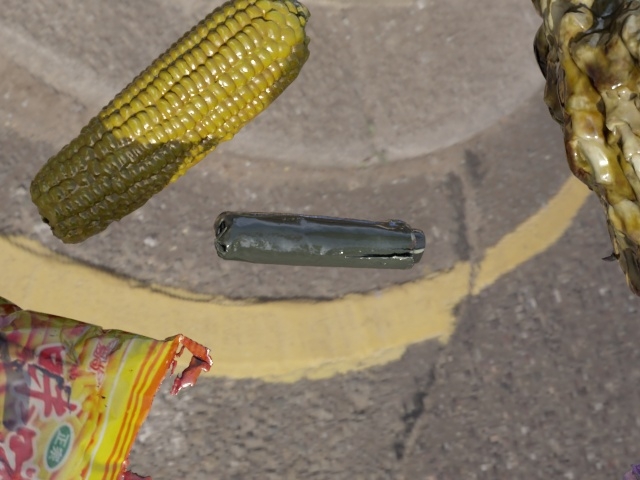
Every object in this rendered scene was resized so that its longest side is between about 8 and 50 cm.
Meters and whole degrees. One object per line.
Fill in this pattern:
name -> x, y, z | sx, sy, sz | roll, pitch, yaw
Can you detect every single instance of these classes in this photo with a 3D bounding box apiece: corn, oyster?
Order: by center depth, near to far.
oyster -> 0.113, -0.057, 0.421 | 0.056, 0.105, 0.177 | -6, 82, -11
corn -> -0.153, -0.133, 1.200 | 0.363, 0.120, 0.120 | -43, 105, -5

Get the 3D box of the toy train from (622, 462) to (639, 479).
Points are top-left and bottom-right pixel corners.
toy train -> 0.261, 0.170, 0.493 | 0.261, 0.134, 0.177 | 31, 23, -27

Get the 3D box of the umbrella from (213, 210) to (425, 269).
umbrella -> 0.000, -0.001, 0.684 | 0.133, 0.031, 0.036 | 4, 63, -18

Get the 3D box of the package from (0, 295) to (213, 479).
package -> -0.255, 0.133, 0.902 | 0.288, 0.108, 0.223 | 24, 84, -1
